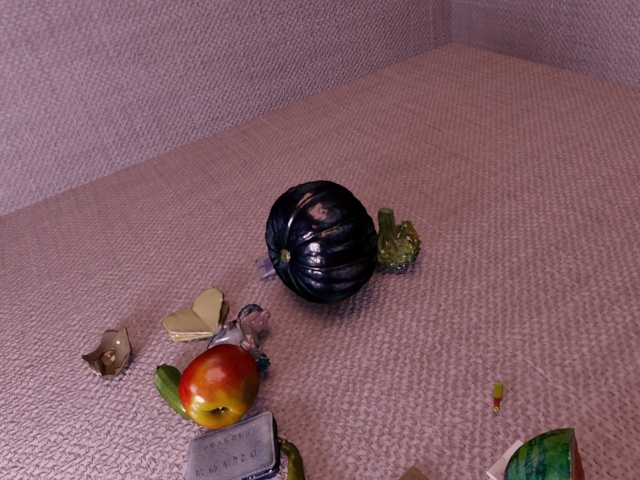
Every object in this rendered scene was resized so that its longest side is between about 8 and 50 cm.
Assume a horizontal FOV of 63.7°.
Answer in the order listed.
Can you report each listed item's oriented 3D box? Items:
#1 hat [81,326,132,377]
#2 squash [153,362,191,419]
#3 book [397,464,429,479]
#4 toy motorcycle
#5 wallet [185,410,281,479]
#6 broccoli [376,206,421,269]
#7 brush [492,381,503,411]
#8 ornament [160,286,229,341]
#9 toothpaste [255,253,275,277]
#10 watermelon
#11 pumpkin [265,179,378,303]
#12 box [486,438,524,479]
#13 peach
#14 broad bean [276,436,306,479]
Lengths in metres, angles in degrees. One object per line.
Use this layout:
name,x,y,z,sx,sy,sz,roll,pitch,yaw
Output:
hat,-0.605,0.324,1.489,0.175,0.085,0.147,-2,43,52
squash,-0.369,0.386,1.325,0.077,0.068,0.219,-17,32,-36
book,0.163,0.550,1.000,0.199,0.016,0.138,-33,41,-25
toy motorcycle,-0.194,0.286,1.385,0.204,0.108,0.239,13,69,36
wallet,-0.197,0.479,1.153,0.222,0.036,0.167,-18,29,2
broccoli,0.214,-0.012,1.585,0.194,0.194,0.220,-31,34,-24
brush,0.405,0.362,1.176,0.019,0.021,0.083,5,34,20
ornament,-0.356,0.237,1.535,0.201,0.059,0.180,-34,43,-23
toothpaste,-0.038,0.025,1.709,0.371,0.080,0.125,-19,30,-5
watermelon,0.400,0.462,0.942,0.146,0.128,0.231,-12,33,34
pumpkin,0.000,0.000,1.489,0.266,0.363,0.363,-18,35,-28
box,0.435,0.487,0.996,0.109,0.029,0.198,-32,39,-24
peach,-0.240,0.339,1.223,0.190,0.190,0.192,-16,27,-5
broad bean,-0.067,0.533,1.064,0.098,0.056,0.318,-32,29,3
